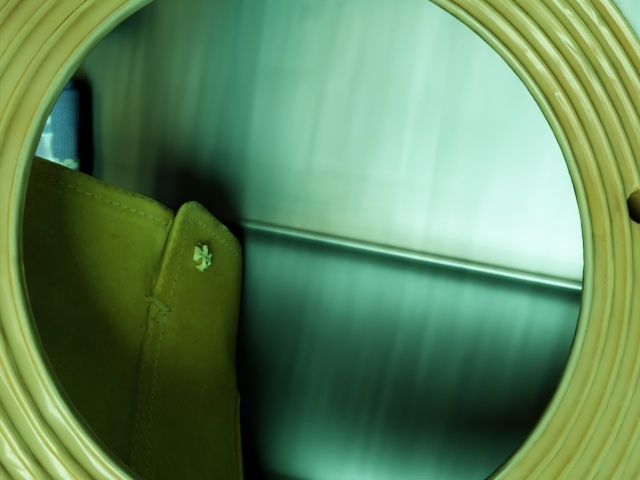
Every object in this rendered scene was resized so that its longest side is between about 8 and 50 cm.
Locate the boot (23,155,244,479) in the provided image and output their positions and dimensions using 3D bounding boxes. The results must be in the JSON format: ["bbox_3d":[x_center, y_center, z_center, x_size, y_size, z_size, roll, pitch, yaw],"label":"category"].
[{"bbox_3d":[-0.058,0.103,0.434,0.104,0.295,0.211,-9,57,36],"label":"boot"}]

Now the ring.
[{"bbox_3d":[0.000,0.000,0.353,0.336,0.032,0.336,3,80,-15],"label":"ring"}]

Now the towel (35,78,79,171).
[{"bbox_3d":[-0.250,0.056,0.540,0.243,0.040,0.336,9,104,15],"label":"towel"}]
